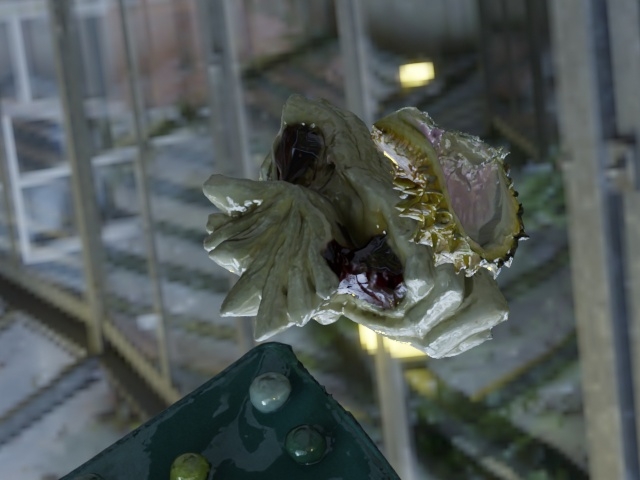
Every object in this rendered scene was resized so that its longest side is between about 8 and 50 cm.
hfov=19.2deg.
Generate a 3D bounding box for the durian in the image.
[{"bbox_3d":[0.090,-0.046,1.595,0.078,0.140,0.224,-13,148,35],"label":"durian"}]

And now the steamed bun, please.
[{"bbox_3d":[0.000,0.000,2.184,0.189,0.247,0.428,27,-160,-45],"label":"steamed bun"}]

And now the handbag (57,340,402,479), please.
[{"bbox_3d":[-0.068,0.228,1.463,0.274,0.100,0.268,-30,-130,-12],"label":"handbag"}]
